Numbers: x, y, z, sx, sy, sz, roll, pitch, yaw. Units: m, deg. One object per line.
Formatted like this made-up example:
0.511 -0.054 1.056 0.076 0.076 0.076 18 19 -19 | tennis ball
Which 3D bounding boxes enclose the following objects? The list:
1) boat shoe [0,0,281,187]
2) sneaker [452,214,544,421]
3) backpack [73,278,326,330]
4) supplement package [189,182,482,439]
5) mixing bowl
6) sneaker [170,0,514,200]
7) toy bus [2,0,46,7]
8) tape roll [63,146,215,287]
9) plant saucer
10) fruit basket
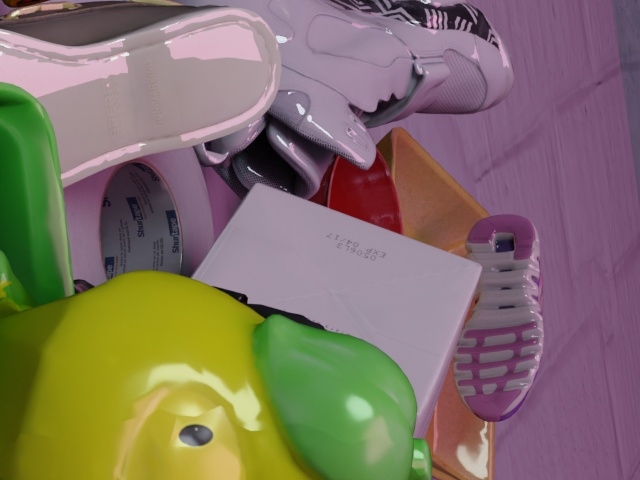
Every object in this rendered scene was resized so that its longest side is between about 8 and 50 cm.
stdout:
-0.173 -0.090 0.960 0.305 0.091 0.109 -15 111 -32 | boat shoe
0.202 0.093 1.682 0.104 0.095 0.236 64 30 -54 | sneaker
-0.121 0.232 0.923 0.273 0.290 0.356 -56 142 -47 | backpack
-0.022 0.144 1.108 0.175 0.177 0.293 -61 168 -52 | supplement package
0.000 0.000 1.421 0.181 0.098 0.181 -4 90 -67 | mixing bowl
0.023 -0.115 1.304 0.365 0.137 0.210 14 58 -36 | sneaker
-0.189 -0.321 0.934 0.108 0.130 0.333 -21 89 -31 | toy bus
-0.155 0.002 1.102 0.219 0.072 0.219 -6 90 -66 | tape roll
0.099 0.091 1.652 0.333 0.081 0.333 36 52 -60 | plant saucer
-0.158 0.109 0.679 0.283 0.392 0.392 -8 93 -54 | fruit basket
